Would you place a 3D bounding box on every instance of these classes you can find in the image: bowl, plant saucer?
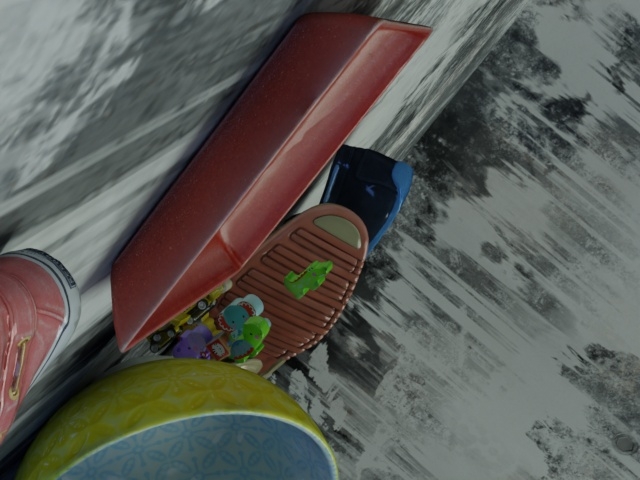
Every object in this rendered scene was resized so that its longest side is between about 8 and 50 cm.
[{"bbox_3d":[-0.145,0.197,0.959,0.290,0.156,0.289,-13,134,-15],"label":"bowl"},{"bbox_3d":[-0.034,-0.060,0.738,0.258,0.048,0.259,-50,176,16],"label":"plant saucer"}]

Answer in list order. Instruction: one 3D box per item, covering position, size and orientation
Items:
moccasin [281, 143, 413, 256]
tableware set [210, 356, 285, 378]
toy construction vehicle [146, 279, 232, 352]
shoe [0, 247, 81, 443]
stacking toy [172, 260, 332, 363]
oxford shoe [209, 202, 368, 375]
[{"bbox_3d":[0.000,0.000,1.403,0.342,0.117,0.137,-57,-175,34],"label":"moccasin"},{"bbox_3d":[-0.140,0.173,1.232,0.128,0.039,0.194,-4,150,-45],"label":"tableware set"},{"bbox_3d":[-0.126,0.059,1.038,0.098,0.035,0.086,-42,178,15],"label":"toy construction vehicle"},{"bbox_3d":[-0.169,0.084,0.445,0.178,0.063,0.081,-56,174,16],"label":"shoe"},{"bbox_3d":[-0.105,0.094,1.104,0.221,0.052,0.167,-31,-172,32],"label":"stacking toy"},{"bbox_3d":[-0.085,0.085,1.322,0.397,0.141,0.146,-48,-161,24],"label":"oxford shoe"}]
